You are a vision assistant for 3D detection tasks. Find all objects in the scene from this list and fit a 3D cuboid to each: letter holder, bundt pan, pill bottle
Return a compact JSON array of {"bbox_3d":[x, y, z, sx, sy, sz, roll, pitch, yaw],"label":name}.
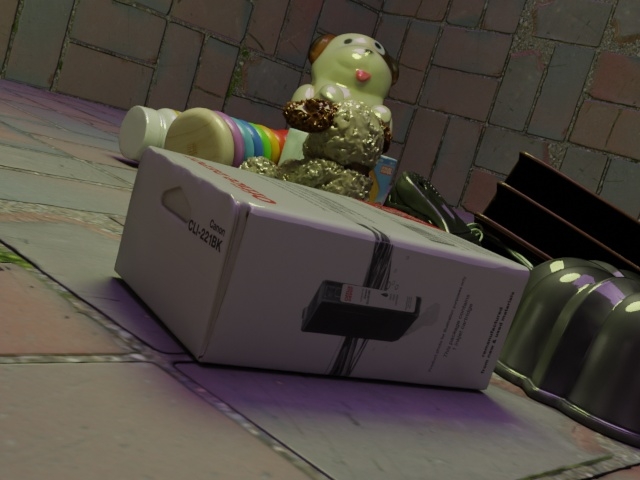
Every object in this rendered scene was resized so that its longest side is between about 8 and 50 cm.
[{"bbox_3d":[0.417,-0.010,1.322,0.301,0.152,0.214,35,4,12],"label":"letter holder"},{"bbox_3d":[0.330,0.106,0.778,0.330,0.124,0.331,16,7,-2],"label":"bundt pan"},{"bbox_3d":[-0.266,-0.183,1.522,0.208,0.119,0.119,10,10,-42],"label":"pill bottle"}]

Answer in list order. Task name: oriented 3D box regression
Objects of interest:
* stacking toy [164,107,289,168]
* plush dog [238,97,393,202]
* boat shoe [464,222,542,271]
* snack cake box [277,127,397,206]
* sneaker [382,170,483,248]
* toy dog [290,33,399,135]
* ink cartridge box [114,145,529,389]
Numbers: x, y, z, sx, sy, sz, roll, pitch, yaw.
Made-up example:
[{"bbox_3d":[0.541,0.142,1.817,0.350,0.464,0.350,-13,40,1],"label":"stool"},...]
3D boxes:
[{"bbox_3d":[-0.129,-0.165,1.476,0.141,0.141,0.330,21,16,28],"label":"stacking toy"},{"bbox_3d":[0.023,-0.118,1.292,0.210,0.225,0.262,23,9,37],"label":"plush dog"},{"bbox_3d":[0.251,0.026,1.301,0.254,0.095,0.079,34,5,36],"label":"boat shoe"},{"bbox_3d":[0.026,-0.114,1.554,0.089,0.152,0.264,23,10,34],"label":"snack cake box"},{"bbox_3d":[0.168,0.012,1.263,0.087,0.130,0.227,-4,49,-49],"label":"sneaker"},{"bbox_3d":[0.056,-0.298,1.967,0.284,0.408,0.395,18,8,-2],"label":"toy dog"},{"bbox_3d":[-0.003,0.023,0.654,0.272,0.114,0.197,13,10,-34],"label":"ink cartridge box"}]
